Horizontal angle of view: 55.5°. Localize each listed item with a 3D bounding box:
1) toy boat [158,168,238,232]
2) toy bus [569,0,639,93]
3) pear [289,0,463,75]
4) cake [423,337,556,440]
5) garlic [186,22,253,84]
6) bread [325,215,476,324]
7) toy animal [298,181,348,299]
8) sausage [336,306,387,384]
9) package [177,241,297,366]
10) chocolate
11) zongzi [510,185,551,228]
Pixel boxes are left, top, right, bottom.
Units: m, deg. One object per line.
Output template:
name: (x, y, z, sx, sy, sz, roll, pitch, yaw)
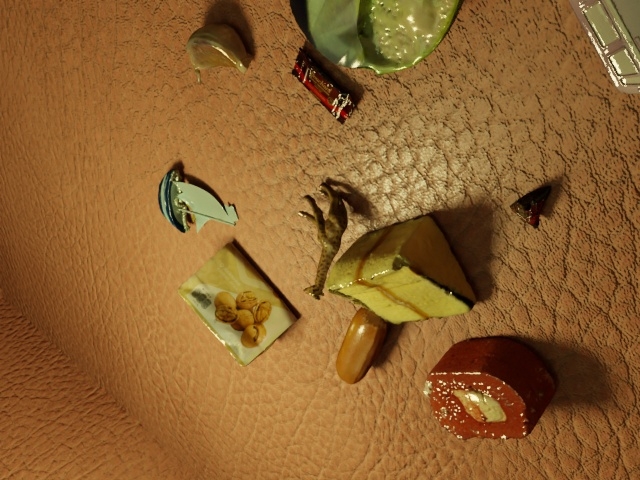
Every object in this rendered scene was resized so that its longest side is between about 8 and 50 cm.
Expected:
toy boat: (-0.366, -0.097, 1.803, 0.290, 0.067, 0.221, 18, 127, 31)
toy bus: (0.456, -0.304, 0.841, 0.142, 0.142, 0.203, -28, 95, 43)
pear: (0.112, -0.492, 1.009, 0.398, 0.165, 0.399, 24, 131, 30)
cake: (0.361, 0.326, 1.345, 0.282, 0.151, 0.177, -23, 104, 53)
garlic: (-0.261, -0.445, 1.453, 0.198, 0.090, 0.129, -4, 126, 39)
bread: (0.177, 0.111, 1.351, 0.263, 0.198, 0.236, -19, 110, 49)
toy animal: (0.008, -0.002, 1.432, 0.149, 0.054, 0.276, -17, 72, 31)
sausage: (0.107, 0.269, 1.575, 0.105, 0.105, 0.275, 36, 137, 20)
package: (-0.241, 0.193, 1.842, 0.311, 0.221, 0.165, 46, 178, 6)
chocolate: (0.005, -0.335, 1.321, 0.182, 0.028, 0.086, 44, 145, 13)
zongzi: (0.379, -0.066, 1.122, 0.067, 0.073, 0.083, 53, 142, 29)
